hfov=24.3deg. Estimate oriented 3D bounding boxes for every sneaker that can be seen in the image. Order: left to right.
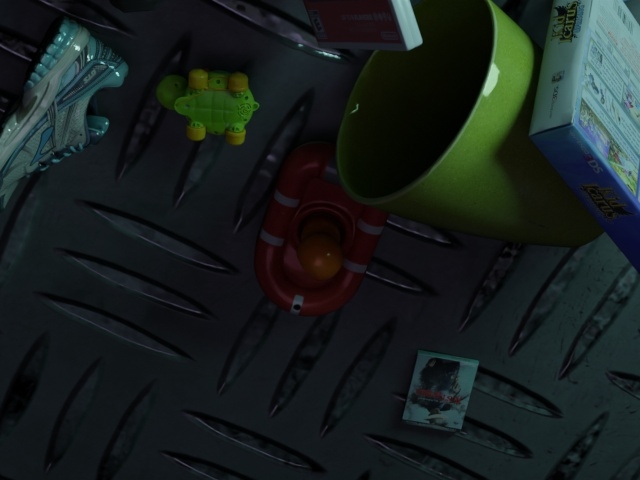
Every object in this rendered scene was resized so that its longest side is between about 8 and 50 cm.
[{"bbox_3d":[-0.335,-0.133,1.848,0.122,0.110,0.283,27,118,-15],"label":"sneaker"}]

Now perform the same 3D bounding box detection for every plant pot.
[{"bbox_3d":[0.215,-0.108,1.756,0.293,0.275,0.275,27,119,-29],"label":"plant pot"}]

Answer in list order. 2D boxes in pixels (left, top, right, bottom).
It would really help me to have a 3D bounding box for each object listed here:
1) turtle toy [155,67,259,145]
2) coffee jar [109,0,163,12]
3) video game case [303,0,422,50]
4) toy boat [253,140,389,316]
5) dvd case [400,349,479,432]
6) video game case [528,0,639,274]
[{"bbox_3d":[-0.140,-0.174,1.832,0.130,0.066,0.095,7,120,1],"label":"turtle toy"},{"bbox_3d":[-0.218,-0.361,1.716,0.079,0.096,0.184,-3,118,9],"label":"coffee jar"},{"bbox_3d":[0.009,-0.347,1.642,0.025,0.204,0.285,-27,110,-23],"label":"video game case"},{"bbox_3d":[0.000,0.000,1.872,0.151,0.151,0.231,17,119,-5],"label":"toy boat"},{"bbox_3d":[0.165,0.210,2.058,0.087,0.013,0.119,11,120,-2],"label":"dvd case"},{"bbox_3d":[0.338,-0.133,1.686,0.061,0.244,0.269,-16,135,34],"label":"video game case"}]
